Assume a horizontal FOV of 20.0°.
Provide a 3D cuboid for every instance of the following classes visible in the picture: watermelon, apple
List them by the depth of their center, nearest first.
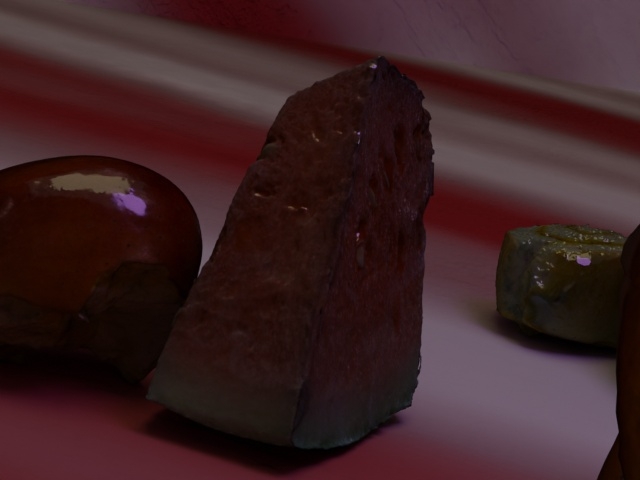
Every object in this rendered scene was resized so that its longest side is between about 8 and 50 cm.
[{"bbox_3d":[0.000,0.000,1.204,0.140,0.257,0.193,16,7,18],"label":"watermelon"},{"bbox_3d":[-0.170,0.012,1.216,0.158,0.147,0.156,17,-17,-30],"label":"apple"}]

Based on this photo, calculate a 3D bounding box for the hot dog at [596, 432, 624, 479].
[{"bbox_3d":[0.240,0.090,1.110,0.092,0.236,0.062,15,-18,43],"label":"hot dog"}]

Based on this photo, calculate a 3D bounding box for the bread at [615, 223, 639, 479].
[{"bbox_3d":[0.294,0.083,0.846,0.215,0.398,0.398,-6,18,-18],"label":"bread"}]

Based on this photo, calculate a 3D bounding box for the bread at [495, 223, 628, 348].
[{"bbox_3d":[0.218,0.040,1.540,0.156,0.103,0.110,9,7,20],"label":"bread"}]
